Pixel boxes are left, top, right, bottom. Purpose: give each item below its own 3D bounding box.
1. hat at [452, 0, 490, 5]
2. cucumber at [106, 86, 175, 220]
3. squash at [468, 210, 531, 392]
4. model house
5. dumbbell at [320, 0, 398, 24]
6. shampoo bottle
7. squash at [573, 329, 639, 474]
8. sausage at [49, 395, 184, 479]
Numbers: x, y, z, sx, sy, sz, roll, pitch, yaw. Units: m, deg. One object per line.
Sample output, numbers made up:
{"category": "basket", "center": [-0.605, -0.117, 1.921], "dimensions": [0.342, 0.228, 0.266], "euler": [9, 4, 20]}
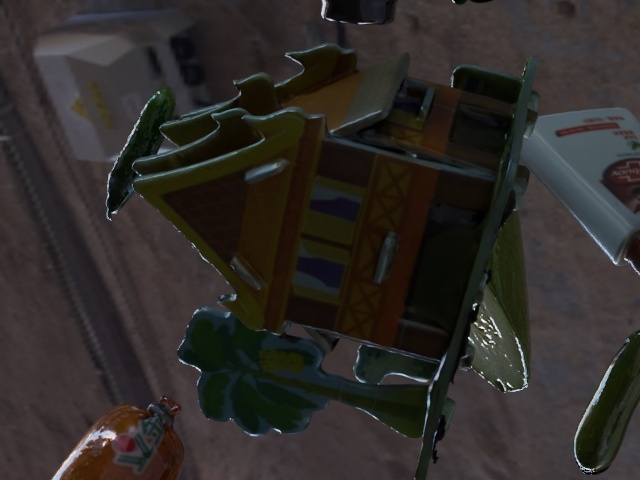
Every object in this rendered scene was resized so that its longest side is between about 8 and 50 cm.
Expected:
{"category": "hat", "center": [0.129, -0.362, 1.024], "dimensions": [0.242, 0.274, 0.332], "euler": [29, -108, -14]}
{"category": "cucumber", "center": [-0.189, -0.088, 1.430], "dimensions": [0.037, 0.037, 0.155], "euler": [18, -77, -42]}
{"category": "squash", "center": [0.165, 0.055, 1.716], "dimensions": [0.189, 0.189, 0.260], "euler": [10, -105, -42]}
{"category": "model house", "center": [0.000, 0.000, 1.196], "dimensions": [0.242, 0.313, 0.357], "euler": [-64, -12, -56]}
{"category": "dumbbell", "center": [0.025, -0.219, 0.358], "dimensions": [0.143, 0.143, 0.325], "euler": [-10, -68, -41]}
{"category": "shampoo bottle", "center": [0.330, -0.030, 1.480], "dimensions": [0.153, 0.284, 0.071], "euler": [-8, -44, -19]}
{"category": "squash", "center": [0.310, 0.159, 1.428], "dimensions": [0.052, 0.052, 0.183], "euler": [15, -76, -42]}
{"category": "sausage", "center": [-0.165, 0.213, 0.603], "dimensions": [0.053, 0.053, 0.347], "euler": [45, -107, -36]}
